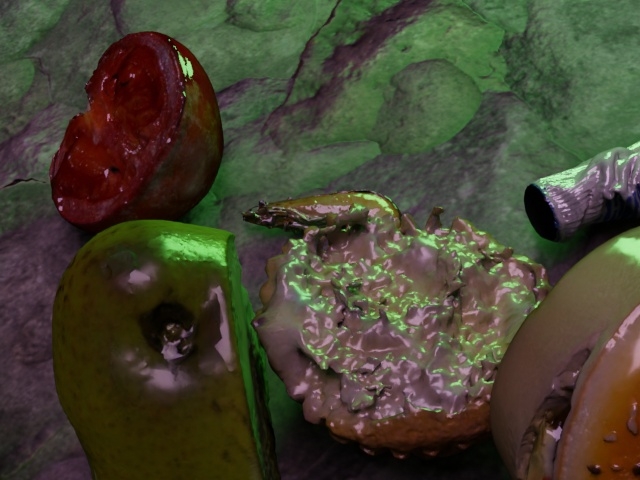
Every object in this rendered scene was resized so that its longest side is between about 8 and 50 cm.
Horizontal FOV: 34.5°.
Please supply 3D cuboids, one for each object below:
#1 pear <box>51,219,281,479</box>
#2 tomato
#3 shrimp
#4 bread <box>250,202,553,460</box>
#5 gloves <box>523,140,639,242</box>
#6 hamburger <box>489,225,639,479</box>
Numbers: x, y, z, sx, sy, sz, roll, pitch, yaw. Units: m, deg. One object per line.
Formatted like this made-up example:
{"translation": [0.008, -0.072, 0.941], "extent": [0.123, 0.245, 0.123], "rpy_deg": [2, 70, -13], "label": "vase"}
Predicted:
{"translation": [-0.138, 0.119, 0.879], "extent": [0.176, 0.282, 0.287], "rpy_deg": [-10, 50, -2], "label": "pear"}
{"translation": [-0.189, -0.107, 1.167], "extent": [0.233, 0.139, 0.200], "rpy_deg": [-57, 46, 11], "label": "tomato"}
{"translation": [0.000, 0.001, 1.105], "extent": [0.178, 0.034, 0.124], "rpy_deg": [-3, 57, 5], "label": "shrimp"}
{"translation": [0.080, 0.088, 0.928], "extent": [0.274, 0.149, 0.274], "rpy_deg": [-3, 46, 3], "label": "bread"}
{"translation": [0.315, -0.072, 1.051], "extent": [0.229, 0.097, 0.119], "rpy_deg": [-35, 7, -5], "label": "gloves"}
{"translation": [0.276, 0.131, 0.776], "extent": [0.300, 0.300, 0.176], "rpy_deg": [-29, 35, -10], "label": "hamburger"}
